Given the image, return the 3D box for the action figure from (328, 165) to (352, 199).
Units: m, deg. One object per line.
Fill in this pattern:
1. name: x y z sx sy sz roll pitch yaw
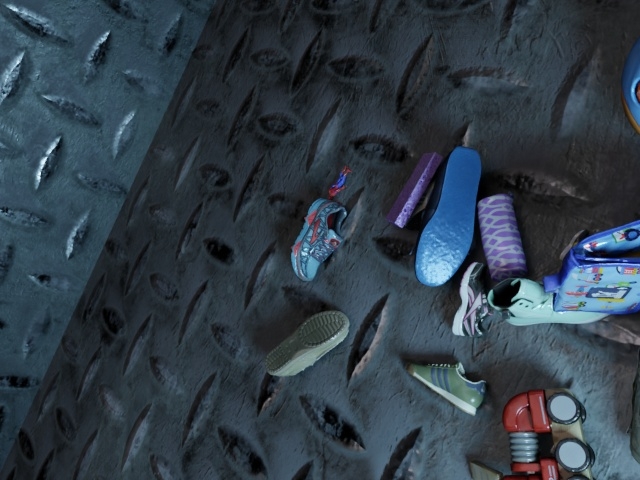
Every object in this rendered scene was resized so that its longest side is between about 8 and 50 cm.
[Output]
1. action figure: 0.058 -0.172 1.641 0.115 0.030 0.038 -53 41 18

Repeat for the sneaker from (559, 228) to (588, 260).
1. sneaker: 0.544 0.015 1.132 0.035 0.031 0.083 40 105 30

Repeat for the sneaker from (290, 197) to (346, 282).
1. sneaker: 0.000 0.000 1.571 0.125 0.104 0.261 10 80 42

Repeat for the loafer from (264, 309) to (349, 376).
1. loafer: -0.030 0.290 1.492 0.269 0.092 0.101 -33 54 8

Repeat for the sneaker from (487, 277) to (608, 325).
1. sneaker: 0.468 0.113 1.071 0.256 0.151 0.094 -20 59 34

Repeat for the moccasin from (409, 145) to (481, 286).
1. moccasin: 0.313 -0.052 1.291 0.117 0.138 0.341 140 151 -88

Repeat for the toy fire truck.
1. toy fire truck: 0.394 0.411 1.039 0.247 0.158 0.216 -14 64 26

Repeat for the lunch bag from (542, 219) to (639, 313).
1. lunch bag: 0.534 0.044 0.918 0.294 0.221 0.138 -11 63 10

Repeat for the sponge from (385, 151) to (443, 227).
1. sponge: 0.245 -0.133 1.411 0.210 0.031 0.117 -60 8 5

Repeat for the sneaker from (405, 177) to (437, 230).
1. sneaker: 0.278 -0.098 1.405 0.161 0.057 0.075 -51 28 18

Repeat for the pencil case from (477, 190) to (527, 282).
1. pencil case: 0.412 -0.006 1.214 0.087 0.088 0.205 -17 62 32

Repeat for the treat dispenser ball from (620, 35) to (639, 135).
1. treat dispenser ball: 0.691 -0.286 0.938 0.288 0.288 0.287 -17 62 36

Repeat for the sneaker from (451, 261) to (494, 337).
1. sneaker: 0.362 0.139 1.217 0.077 0.072 0.178 15 101 36

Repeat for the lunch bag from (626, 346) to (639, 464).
1. lunch bag: 0.621 0.280 0.821 0.287 0.169 0.235 14 107 55

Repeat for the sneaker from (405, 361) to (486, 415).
1. sneaker: 0.291 0.311 1.216 0.192 0.064 0.086 29 85 44
